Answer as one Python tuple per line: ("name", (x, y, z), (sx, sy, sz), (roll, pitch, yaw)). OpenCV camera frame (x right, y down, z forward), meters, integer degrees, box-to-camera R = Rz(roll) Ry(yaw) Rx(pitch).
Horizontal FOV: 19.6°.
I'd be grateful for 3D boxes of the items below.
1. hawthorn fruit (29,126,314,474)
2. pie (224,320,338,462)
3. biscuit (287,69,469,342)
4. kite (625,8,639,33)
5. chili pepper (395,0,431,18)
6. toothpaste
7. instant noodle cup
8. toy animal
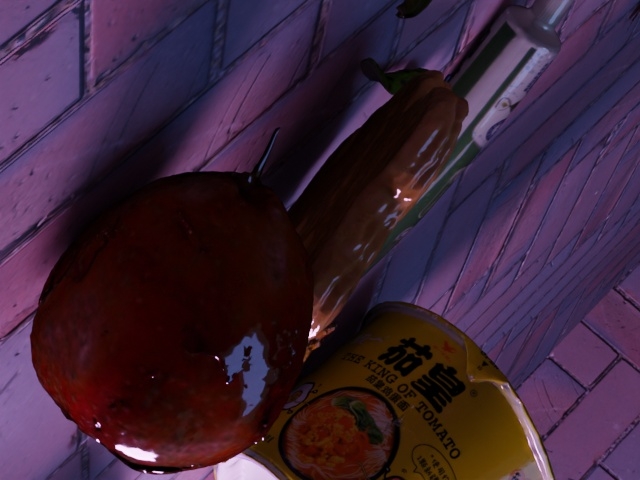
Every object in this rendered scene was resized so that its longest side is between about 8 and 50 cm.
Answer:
("hawthorn fruit", (-0.085, 0.028, 1.176), (0.181, 0.181, 0.235), (-20, 136, -64))
("pie", (-0.066, 0.140, 1.799), (0.191, 0.033, 0.088), (-51, 151, 16))
("biscuit", (0.004, 0.003, 1.375), (0.376, 0.051, 0.269), (-44, -166, 49))
("kite", (0.417, -0.333, 2.066), (0.222, 0.008, 0.125), (-46, 166, -12))
("chili pepper", (0.061, -0.235, 1.086), (0.137, 0.092, 0.368), (-31, 161, 6))
("toothpaste", (0.106, -0.082, 1.672), (0.392, 0.061, 0.099), (-52, 167, 25))
("instant noodle cup", (0.056, 0.261, 1.981), (0.254, 0.325, 0.325), (-31, 160, -26))
("toy animal", (0.063, -0.105, 1.493), (0.217, 0.041, 0.075), (-4, 114, -69))
